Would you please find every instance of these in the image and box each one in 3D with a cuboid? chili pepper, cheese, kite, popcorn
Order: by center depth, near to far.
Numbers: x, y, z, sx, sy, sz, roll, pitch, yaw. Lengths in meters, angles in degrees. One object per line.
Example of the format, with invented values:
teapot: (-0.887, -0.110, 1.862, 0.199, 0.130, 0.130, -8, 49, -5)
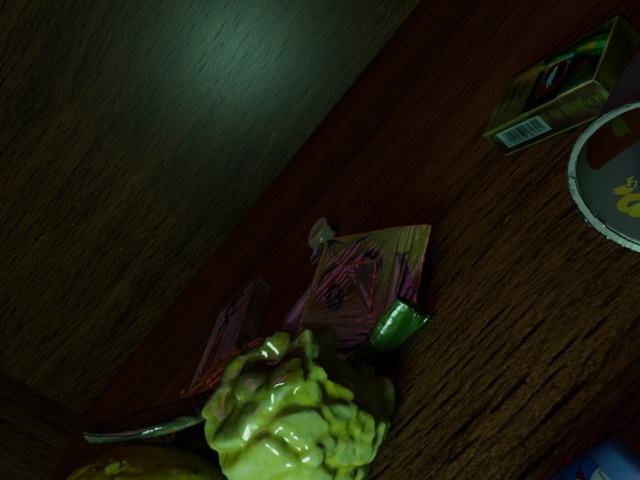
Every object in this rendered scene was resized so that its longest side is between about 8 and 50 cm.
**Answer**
popcorn: (-0.034, 0.249, 0.884, 0.293, 0.237, 0.293, -46, 19, 21)
chili pepper: (0.036, 0.221, 1.015, 0.359, 0.085, 0.076, -45, 45, 22)
kite: (0.062, 0.091, 1.145, 0.377, 0.013, 0.327, -44, 39, 14)
cheese: (0.004, -0.005, 1.639, 0.092, 0.047, 0.171, -50, 16, 19)

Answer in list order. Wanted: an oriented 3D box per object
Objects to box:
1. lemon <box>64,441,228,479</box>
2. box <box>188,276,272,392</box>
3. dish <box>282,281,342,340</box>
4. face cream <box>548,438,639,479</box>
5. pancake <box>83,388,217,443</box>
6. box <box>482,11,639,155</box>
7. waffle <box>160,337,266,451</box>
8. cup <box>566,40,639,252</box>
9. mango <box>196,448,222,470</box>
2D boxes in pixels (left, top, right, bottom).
lemon: (-0.261, 0.476, 0.862, 0.387, 0.349, 0.350, -61, 15, 7)
box: (-0.253, 0.283, 1.736, 0.214, 0.069, 0.353, -43, 17, 32)
dish: (-0.003, 0.162, 1.284, 0.154, 0.064, 0.234, -52, 17, 3)
face cream: (0.183, 0.284, 0.482, 0.264, 0.083, 0.149, -52, 13, 6)
pancake: (-0.258, 0.283, 0.993, 0.250, 0.031, 0.250, -14, -4, -1)
box: (0.396, -0.249, 1.017, 0.159, 0.071, 0.240, -58, 17, -26)
waffle: (-0.192, 0.294, 1.183, 0.307, 0.060, 0.312, -43, 13, -27)
cup: (0.393, -0.146, 0.643, 0.203, 0.203, 0.288, -29, 22, 54)
mango: (-0.222, 0.433, 1.203, 0.293, 0.143, 0.175, -51, 3, -29)
